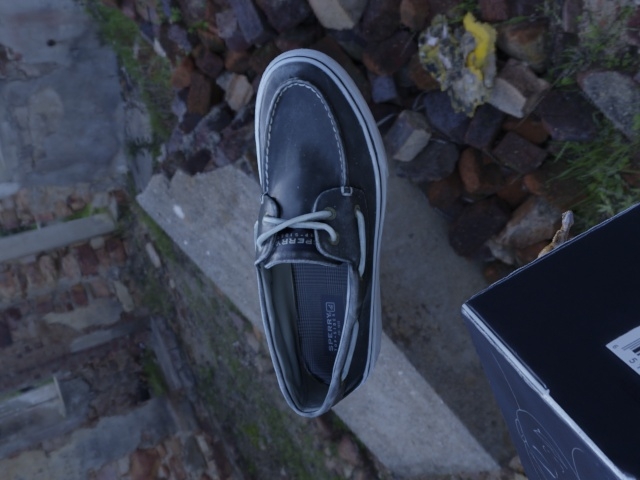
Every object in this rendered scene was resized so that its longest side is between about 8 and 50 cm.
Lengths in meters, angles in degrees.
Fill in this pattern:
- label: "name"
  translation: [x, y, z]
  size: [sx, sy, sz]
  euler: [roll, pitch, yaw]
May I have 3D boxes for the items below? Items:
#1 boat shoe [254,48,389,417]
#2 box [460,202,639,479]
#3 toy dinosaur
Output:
- label: "boat shoe"
  translation: [0.000, 0.000, 0.533]
  size: [0.121, 0.119, 0.335]
  euler: [-5, 104, 19]
- label: "box"
  translation: [0.456, 0.290, 0.691]
  size: [0.471, 0.297, 0.480]
  euler: [64, 176, -33]
- label: "toy dinosaur"
  translation: [0.442, 0.042, 1.161]
  size: [0.064, 0.211, 0.112]
  euler: [36, -169, -11]
